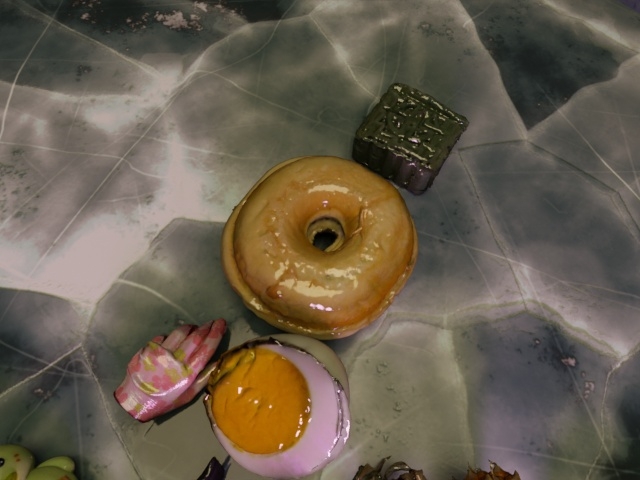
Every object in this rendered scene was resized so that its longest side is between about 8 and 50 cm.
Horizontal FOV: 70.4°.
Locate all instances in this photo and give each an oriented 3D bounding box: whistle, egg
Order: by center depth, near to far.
[{"bbox_3d":[-0.505,0.448,0.803,0.293,0.141,0.141,13,65,0],"label":"whistle"},{"bbox_3d":[-0.071,0.305,0.891,0.286,0.174,0.265,-28,87,14],"label":"egg"}]

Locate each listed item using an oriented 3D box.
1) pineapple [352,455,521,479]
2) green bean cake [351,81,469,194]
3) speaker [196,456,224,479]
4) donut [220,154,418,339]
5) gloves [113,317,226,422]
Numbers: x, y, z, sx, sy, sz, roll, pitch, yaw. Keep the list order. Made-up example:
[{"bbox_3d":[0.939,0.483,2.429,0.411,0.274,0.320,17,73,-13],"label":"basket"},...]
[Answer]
[{"bbox_3d":[0.179,0.474,0.791,0.271,0.263,0.263,19,65,11],"label":"pineapple"},{"bbox_3d":[0.238,-0.280,1.207,0.241,0.132,0.255,31,67,14],"label":"green bean cake"},{"bbox_3d":[-0.200,0.584,0.719,0.184,0.180,0.389,-17,58,-14],"label":"speaker"},{"bbox_3d":[0.000,0.000,1.016,0.448,0.198,0.450,2,65,-5],"label":"donut"},{"bbox_3d":[-0.287,0.248,0.924,0.145,0.126,0.241,38,76,18],"label":"gloves"}]
